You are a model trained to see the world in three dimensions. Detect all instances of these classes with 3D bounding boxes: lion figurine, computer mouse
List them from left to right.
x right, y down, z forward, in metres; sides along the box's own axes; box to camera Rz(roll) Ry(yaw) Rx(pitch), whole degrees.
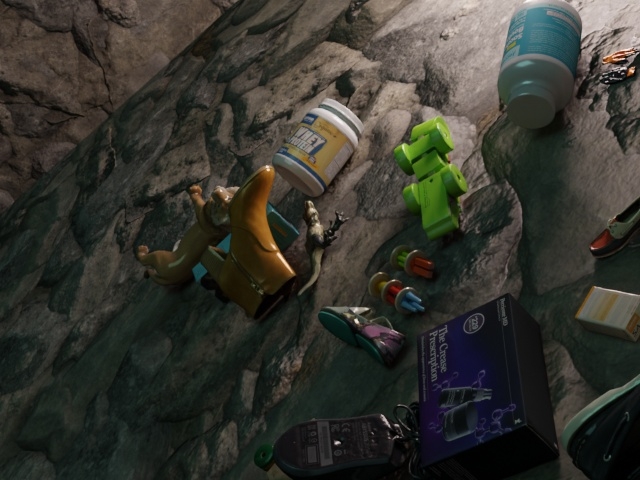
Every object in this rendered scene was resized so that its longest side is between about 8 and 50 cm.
[{"bbox_3d":[-0.314,0.006,2.487,0.392,0.142,0.240,-54,36,17],"label":"lion figurine"},{"bbox_3d":[0.061,0.351,1.597,0.272,0.072,0.188,-5,37,5],"label":"computer mouse"}]

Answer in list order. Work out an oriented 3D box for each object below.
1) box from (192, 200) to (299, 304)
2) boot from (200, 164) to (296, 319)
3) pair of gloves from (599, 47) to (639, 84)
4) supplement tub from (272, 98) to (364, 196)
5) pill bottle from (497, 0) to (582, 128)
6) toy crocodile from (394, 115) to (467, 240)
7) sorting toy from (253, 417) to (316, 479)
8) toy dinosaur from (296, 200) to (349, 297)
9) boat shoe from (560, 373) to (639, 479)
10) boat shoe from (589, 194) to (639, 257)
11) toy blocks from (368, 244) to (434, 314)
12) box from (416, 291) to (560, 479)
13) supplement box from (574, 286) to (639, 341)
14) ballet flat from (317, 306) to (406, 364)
[{"bbox_3d":[-0.174,0.028,2.289,0.244,0.100,0.060,-43,31,7],"label":"box"},{"bbox_3d":[-0.122,0.007,2.160,0.211,0.104,0.295,39,107,24],"label":"boot"},{"bbox_3d":[0.568,-0.330,1.878,0.074,0.010,0.083,-14,47,41],"label":"pair of gloves"},{"bbox_3d":[-0.003,-0.218,2.319,0.199,0.144,0.144,-53,31,-10],"label":"supplement tub"},{"bbox_3d":[0.427,-0.343,1.933,0.146,0.146,0.264,-18,40,39],"label":"pill bottle"},{"bbox_3d":[0.231,-0.129,1.989,0.115,0.105,0.340,-32,38,23],"label":"toy crocodile"},{"bbox_3d":[-0.007,0.399,1.703,0.132,0.046,0.274,-50,34,-5],"label":"sorting toy"},{"bbox_3d":[0.000,0.000,2.149,0.118,0.064,0.268,-43,29,36],"label":"toy dinosaur"},{"bbox_3d":[0.466,0.205,1.273,0.340,0.127,0.113,-40,32,15],"label":"boat shoe"},{"bbox_3d":[0.487,-0.025,1.594,0.137,0.043,0.049,-39,33,15],"label":"boat shoe"},{"bbox_3d":[0.169,0.077,1.855,0.123,0.054,0.148,-51,31,-6],"label":"toy blocks"},{"bbox_3d":[0.251,0.234,1.531,0.184,0.103,0.261,-27,36,25],"label":"box"},{"bbox_3d":[0.443,0.111,1.496,0.062,0.036,0.098,-55,31,-14],"label":"supplement box"},{"bbox_3d":[0.084,0.165,1.854,0.079,0.077,0.221,-36,32,-19],"label":"ballet flat"}]
